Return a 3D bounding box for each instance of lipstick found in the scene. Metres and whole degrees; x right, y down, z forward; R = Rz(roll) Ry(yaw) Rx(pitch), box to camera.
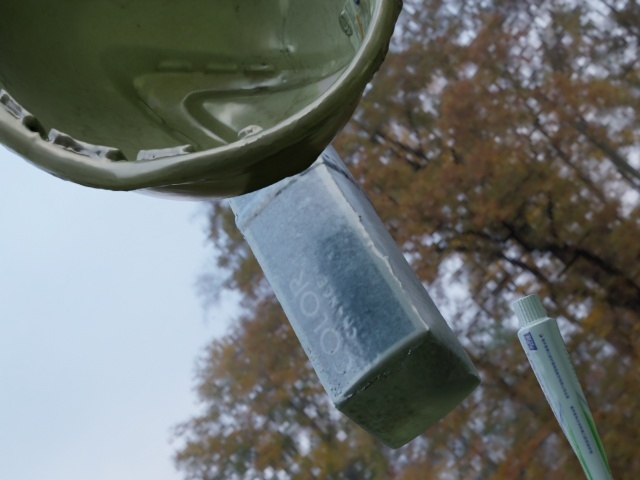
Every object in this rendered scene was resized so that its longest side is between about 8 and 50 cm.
[{"bbox_3d":[0.000,0.000,0.728,0.077,0.290,0.076,-39,-48,8],"label":"lipstick"}]

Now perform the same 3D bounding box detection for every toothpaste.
[{"bbox_3d":[0.293,0.204,1.366,0.048,0.297,0.075,-23,-13,8],"label":"toothpaste"}]

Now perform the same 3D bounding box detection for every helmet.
[{"bbox_3d":[-0.079,-0.101,0.619,0.204,0.257,0.137,-63,-18,-17],"label":"helmet"}]
